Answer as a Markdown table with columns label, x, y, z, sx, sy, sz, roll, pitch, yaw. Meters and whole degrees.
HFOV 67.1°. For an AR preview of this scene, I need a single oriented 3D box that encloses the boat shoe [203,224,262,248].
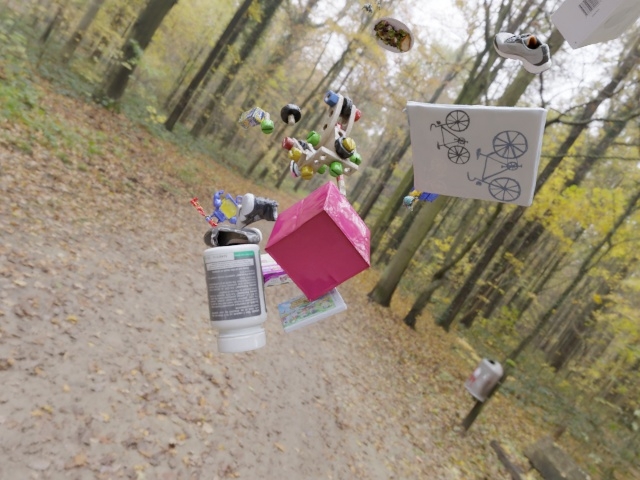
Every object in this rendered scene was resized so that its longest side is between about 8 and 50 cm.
| label | x | y | z | sx | sy | sz | roll | pitch | yaw |
| --- | --- | --- | --- | --- | --- | --- | --- | --- | --- |
| boat shoe | -0.433 | -0.013 | 2.253 | 0.335 | 0.112 | 0.095 | -2 | 11 | 28 |

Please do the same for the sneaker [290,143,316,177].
| label | x | y | z | sx | sy | sz | roll | pitch | yaw |
| --- | --- | --- | --- | --- | --- | --- | --- | --- | --- |
| sneaker | -0.046 | -0.294 | 1.759 | 0.074 | 0.170 | 0.063 | 4 | -44 | 37 |

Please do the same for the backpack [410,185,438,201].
| label | x | y | z | sx | sy | sz | roll | pitch | yaw |
| --- | --- | --- | --- | --- | --- | --- | --- | --- | --- |
| backpack | 0.422 | -0.204 | 1.884 | 0.101 | 0.098 | 0.120 | 47 | 30 | 8 |

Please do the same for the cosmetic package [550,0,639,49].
| label | x | y | z | sx | sy | sz | roll | pitch | yaw |
| --- | --- | --- | --- | --- | --- | --- | --- | --- | --- |
| cosmetic package | 0.850 | -0.703 | 1.406 | 0.138 | 0.224 | 0.224 | 64 | -25 | 15 |

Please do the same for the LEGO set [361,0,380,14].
| label | x | y | z | sx | sy | sz | roll | pitch | yaw |
| --- | --- | --- | --- | --- | --- | --- | --- | --- | --- |
| LEGO set | 0.210 | -0.959 | 1.985 | 0.054 | 0.083 | 0.023 | 60 | -3 | -23 |

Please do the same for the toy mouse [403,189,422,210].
| label | x | y | z | sx | sy | sz | roll | pitch | yaw |
| --- | --- | --- | --- | --- | --- | --- | --- | --- | --- |
| toy mouse | 0.316 | -0.159 | 1.630 | 0.031 | 0.161 | 0.143 | 36 | 27 | 15 |

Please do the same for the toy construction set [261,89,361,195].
| label | x | y | z | sx | sy | sz | roll | pitch | yaw |
| --- | --- | --- | --- | --- | --- | --- | --- | --- | --- |
| toy construction set | 0.021 | -0.226 | 1.357 | 0.309 | 0.257 | 0.237 | 47 | 28 | -51 |

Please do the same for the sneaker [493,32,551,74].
| label | x | y | z | sx | sy | sz | roll | pitch | yaw |
| --- | --- | --- | --- | --- | --- | --- | --- | --- | --- |
| sneaker | 0.735 | -0.709 | 1.754 | 0.271 | 0.100 | 0.108 | 57 | -7 | 44 |

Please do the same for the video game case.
| label | x | y | z | sx | sy | sz | roll | pitch | yaw |
| --- | --- | --- | --- | --- | --- | --- | --- | --- | --- |
| video game case | -0.034 | 0.220 | 1.610 | 0.193 | 0.212 | 0.023 | -124 | -167 | -70 |

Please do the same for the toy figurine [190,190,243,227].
| label | x | y | z | sx | sy | sz | roll | pitch | yaw |
| --- | --- | --- | --- | --- | --- | --- | --- | --- | --- |
| toy figurine | -0.456 | -0.127 | 2.448 | 0.362 | 0.217 | 0.191 | 51 | -10 | -24 |

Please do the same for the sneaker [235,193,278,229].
| label | x | y | z | sx | sy | sz | roll | pitch | yaw |
| --- | --- | --- | --- | --- | --- | --- | --- | --- | --- |
| sneaker | -0.257 | -0.104 | 1.964 | 0.153 | 0.101 | 0.268 | 6 | -19 | -19 |

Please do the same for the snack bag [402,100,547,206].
| label | x | y | z | sx | sy | sz | roll | pitch | yaw |
| --- | --- | --- | --- | --- | --- | --- | --- | --- | --- |
| snack bag | 0.401 | -0.227 | 1.290 | 0.342 | 0.037 | 0.323 | 10 | -37 | 24 |

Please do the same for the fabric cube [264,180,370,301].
| label | x | y | z | sx | sy | sz | roll | pitch | yaw |
| --- | --- | --- | --- | --- | --- | --- | --- | --- | --- |
| fabric cube | 0.000 | 0.000 | 1.651 | 0.254 | 0.259 | 0.258 | 51 | 21 | -19 |

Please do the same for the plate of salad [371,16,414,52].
| label | x | y | z | sx | sy | sz | roll | pitch | yaw |
| --- | --- | --- | --- | --- | --- | --- | --- | --- | --- |
| plate of salad | 0.311 | -0.885 | 2.104 | 0.199 | 0.048 | 0.200 | 25 | -15 | 7 |

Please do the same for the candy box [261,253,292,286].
| label | x | y | z | sx | sy | sz | roll | pitch | yaw |
| --- | --- | --- | --- | --- | --- | --- | --- | --- | --- |
| candy box | -0.250 | 0.136 | 2.231 | 0.159 | 0.071 | 0.233 | -7 | 21 | -33 |

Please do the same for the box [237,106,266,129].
| label | x | y | z | sx | sy | sz | roll | pitch | yaw |
| --- | --- | --- | --- | --- | --- | --- | --- | --- | --- |
| box | -0.310 | -0.551 | 2.179 | 0.054 | 0.059 | 0.169 | 31 | -14 | -29 |

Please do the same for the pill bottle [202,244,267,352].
| label | x | y | z | sx | sy | sz | roll | pitch | yaw |
| --- | --- | --- | --- | --- | --- | --- | --- | --- | --- |
| pill bottle | -0.297 | 0.202 | 1.710 | 0.204 | 0.361 | 0.204 | -7 | -3 | 0 |
